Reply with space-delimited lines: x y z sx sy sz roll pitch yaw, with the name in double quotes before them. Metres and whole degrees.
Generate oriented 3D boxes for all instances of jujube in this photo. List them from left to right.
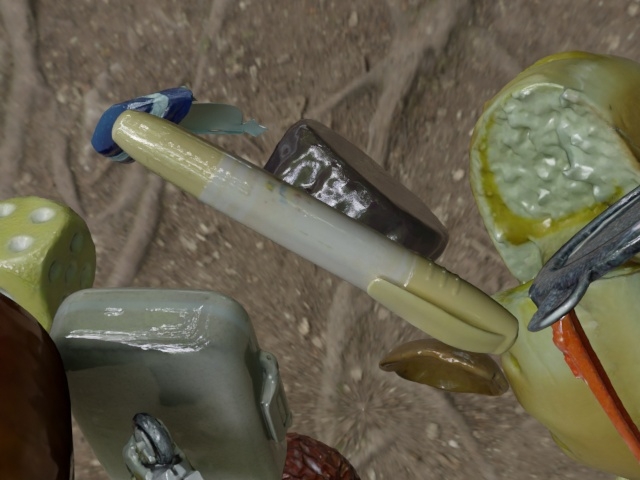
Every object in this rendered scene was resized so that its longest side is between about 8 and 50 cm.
"jujube" -0.026 0.448 1.822 0.232 0.213 0.213 38 83 -29

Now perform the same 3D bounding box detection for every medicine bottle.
"medicine bottle" -0.185 0.208 1.342 0.282 0.375 0.123 -1 47 10

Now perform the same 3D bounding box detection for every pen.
"pen" 0.000 0.000 0.531 0.233 0.040 0.032 28 122 -10

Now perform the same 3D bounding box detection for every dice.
"dice" -0.473 0.043 1.702 0.166 0.169 0.169 9 41 15

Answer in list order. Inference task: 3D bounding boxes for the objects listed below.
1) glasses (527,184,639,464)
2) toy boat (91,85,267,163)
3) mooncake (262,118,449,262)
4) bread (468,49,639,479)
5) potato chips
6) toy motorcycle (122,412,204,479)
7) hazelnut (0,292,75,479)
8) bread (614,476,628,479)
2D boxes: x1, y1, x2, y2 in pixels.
"glasses" 0.235 0.059 0.404 0.234 0.118 0.268 -30 96 20
"toy boat" -0.228 -0.168 1.652 0.210 0.291 0.070 -20 77 23
"mooncake" 0.040 -0.042 1.482 0.283 0.283 0.141 41 104 8
"bread" 0.228 0.024 0.816 0.160 0.333 0.333 -22 77 42
"potato chips" 0.192 0.186 1.607 0.195 0.208 0.062 17 71 -4
"toy motorcycle" -0.163 0.291 1.188 0.074 0.151 0.229 -33 100 -29
"hazelnut" -0.406 0.228 1.065 0.359 0.359 0.409 -14 53 0
"bread" 0.363 0.311 1.092 0.152 0.127 0.147 -2 65 10
